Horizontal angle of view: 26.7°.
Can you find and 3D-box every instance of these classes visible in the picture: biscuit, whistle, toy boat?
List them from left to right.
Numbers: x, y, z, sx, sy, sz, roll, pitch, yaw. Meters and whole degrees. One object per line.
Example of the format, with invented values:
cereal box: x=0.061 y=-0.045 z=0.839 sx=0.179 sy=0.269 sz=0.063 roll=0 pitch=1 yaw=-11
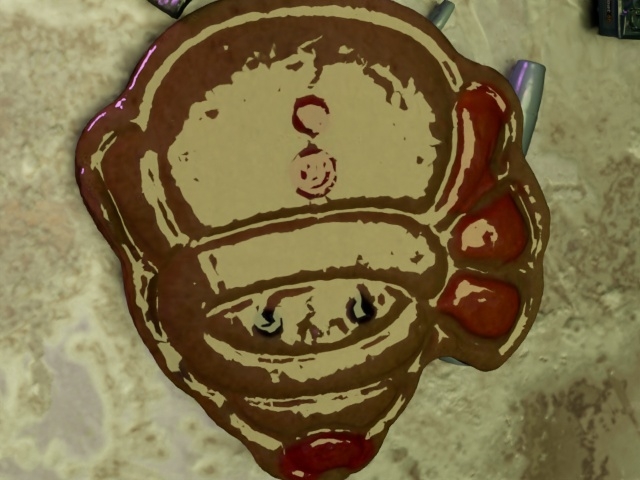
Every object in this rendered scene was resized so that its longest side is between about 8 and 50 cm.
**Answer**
biscuit: x=0.000 y=0.000 z=1.031 sx=0.359 sy=0.074 sz=0.381 roll=-5 pitch=96 yaw=-7
whistle: x=0.074 y=-0.150 z=1.075 sx=0.035 sy=0.035 sz=0.100 roll=39 pitch=84 yaw=-22
toy boat: x=0.258 y=-0.237 z=1.118 sx=0.055 sy=0.060 sz=0.141 roll=-6 pitch=98 yaw=-43

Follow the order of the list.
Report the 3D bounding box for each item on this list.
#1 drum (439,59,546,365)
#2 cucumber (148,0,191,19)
drum: x=0.158 y=-0.013 z=1.124 sx=0.130 sy=0.049 sz=0.253 roll=29 pitch=89 yaw=-22
cucumber: x=-0.073 y=-0.265 z=0.990 sx=0.078 sy=0.062 sz=0.211 roll=32 pitch=94 yaw=12
